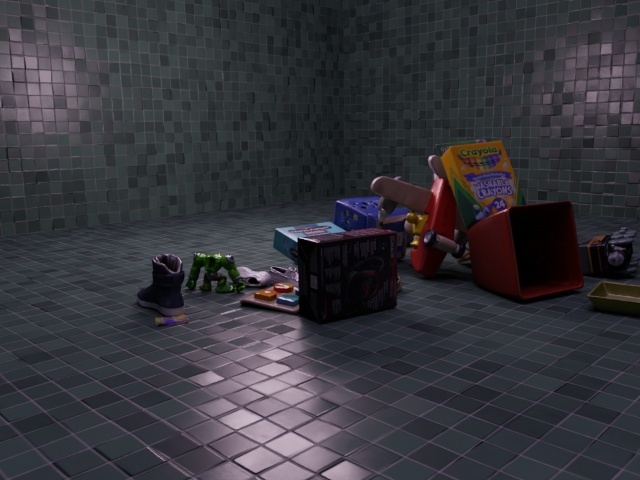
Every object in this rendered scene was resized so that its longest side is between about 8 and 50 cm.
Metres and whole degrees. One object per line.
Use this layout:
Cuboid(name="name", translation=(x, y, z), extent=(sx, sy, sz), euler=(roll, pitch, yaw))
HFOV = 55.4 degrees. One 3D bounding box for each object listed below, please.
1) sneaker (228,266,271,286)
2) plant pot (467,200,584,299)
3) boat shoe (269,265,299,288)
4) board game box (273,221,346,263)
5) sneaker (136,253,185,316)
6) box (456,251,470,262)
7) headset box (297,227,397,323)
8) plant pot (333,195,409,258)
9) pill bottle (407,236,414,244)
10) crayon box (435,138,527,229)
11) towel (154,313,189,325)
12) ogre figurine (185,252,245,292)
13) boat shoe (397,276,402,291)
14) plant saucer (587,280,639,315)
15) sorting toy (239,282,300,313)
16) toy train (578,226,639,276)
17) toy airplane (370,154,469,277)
Cuboid(name="sneaker", translation=(-0.238, 0.120, 1.972), extent=(0.152, 0.053, 0.061), euler=(5, 14, 25))
Cuboid(name="plant pot", translation=(0.606, 0.033, 1.873), extent=(0.268, 0.266, 0.236), euler=(-7, -2, -28))
Cuboid(name="boat shoe", translation=(-0.094, 0.116, 1.945), extent=(0.066, 0.063, 0.184), euler=(-10, 13, -42))
Cuboid(name="board game box", translation=(0.035, 0.039, 2.119), extent=(0.254, 0.079, 0.336), euler=(-8, 26, -38))
Cuboid(name="sneaker", translation=(-0.454, 0.113, 1.720), extent=(0.086, 0.163, 0.226), euler=(-12, 14, -41))
Cuboid(name="box", translation=(0.589, 0.024, 2.171), extent=(0.165, 0.021, 0.201), euler=(-30, -3, -11))
Cuboid(name="headset box", translation=(0.089, 0.087, 1.660), extent=(0.293, 0.217, 0.110), euler=(-9, 13, -33))
Cuboid(name="plant pot", translation=(0.199, -0.030, 2.299), extent=(0.236, 0.235, 0.212), euler=(-10, 20, -38))
Cuboid(name="pill bottle", translation=(0.339, -0.032, 2.609), extent=(0.187, 0.111, 0.112), euler=(-5, 11, -22))
Cuboid(name="crayon box", translation=(0.532, -0.208, 2.012), extent=(0.203, 0.322, 0.083), euler=(-9, -20, -18))
Cuboid(name="towel", translation=(-0.391, 0.209, 1.604), extent=(0.083, 0.009, 0.060), euler=(-5, 12, -21))
Cuboid(name="ogre figurine", translation=(-0.330, 0.099, 1.906), extent=(0.197, 0.118, 0.097), euler=(8, 13, 38))
Cuboid(name="boat shoe", translation=(0.203, 0.139, 1.843), extent=(0.050, 0.045, 0.135), euler=(5, 12, 31))
Cuboid(name="plant saucer", translation=(0.844, 0.163, 1.662), extent=(0.189, 0.045, 0.188), euler=(7, 13, 35))
Cuboid(name="sorting toy", translation=(-0.100, 0.160, 1.772), extent=(0.208, 0.038, 0.193), euler=(4, 12, 28))
Cuboid(name="toy train", translation=(0.993, 0.040, 2.115), extent=(0.190, 0.142, 0.334), euler=(-6, 6, 31))
Cuboid(name="toy airplane", translation=(0.388, -0.098, 2.129), extent=(0.385, 0.386, 0.272), euler=(-28, -2, -30))
